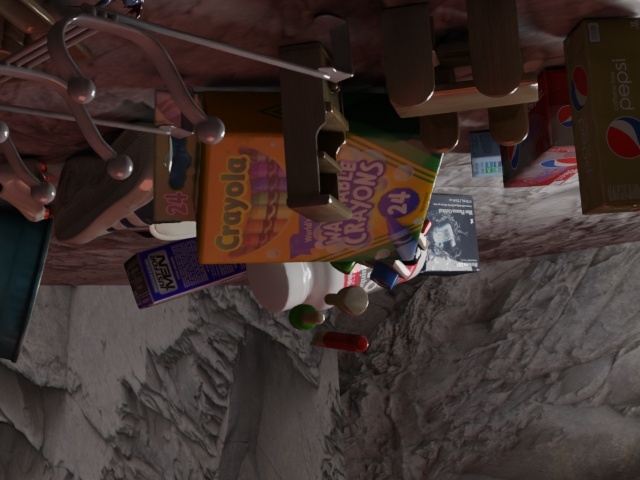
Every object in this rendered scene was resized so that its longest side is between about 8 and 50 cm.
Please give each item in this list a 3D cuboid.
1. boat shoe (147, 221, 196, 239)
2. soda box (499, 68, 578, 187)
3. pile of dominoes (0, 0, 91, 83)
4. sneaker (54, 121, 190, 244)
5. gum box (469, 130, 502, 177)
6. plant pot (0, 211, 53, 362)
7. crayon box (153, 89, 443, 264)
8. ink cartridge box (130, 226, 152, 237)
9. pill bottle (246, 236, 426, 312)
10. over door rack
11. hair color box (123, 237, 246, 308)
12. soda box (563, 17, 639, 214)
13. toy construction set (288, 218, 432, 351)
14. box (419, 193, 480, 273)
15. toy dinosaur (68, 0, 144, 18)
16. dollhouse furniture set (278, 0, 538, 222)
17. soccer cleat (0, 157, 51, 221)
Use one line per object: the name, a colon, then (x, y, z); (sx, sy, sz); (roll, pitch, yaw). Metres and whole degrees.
boat shoe: (-0.158, -0.071, 1.522); (0.319, 0.116, 0.099); (-7, -141, -37)
soda box: (0.288, -0.133, 1.130); (0.083, 0.092, 0.263); (-3, 173, -1)
pile of dominoes: (-0.313, -0.187, 0.704); (0.196, 0.040, 0.251); (-5, 165, 14)
sneaker: (-0.250, -0.063, 1.257); (0.148, 0.131, 0.350); (7, 168, -37)
gum box: (0.315, -0.133, 1.352); (0.184, 0.041, 0.157); (-4, 173, 10)
plant pot: (-0.639, 0.060, 1.635); (0.255, 0.271, 0.271); (15, 167, -18)
crayon box: (-0.031, -0.070, 1.073); (0.323, 0.083, 0.203); (-1, 134, -11)
ink cartridge box: (-0.298, -0.041, 1.712); (0.099, 0.056, 0.135); (-3, 173, 3)
pill bottle: (0.028, 0.028, 1.686); (0.318, 0.176, 0.176); (-17, -178, -36)
over door rack: (-0.146, -0.109, 0.775); (0.239, 0.108, 0.324); (-12, -178, 39)
hair color box: (-0.199, 0.031, 1.794); (0.339, 0.110, 0.185); (-17, 178, -20)
soda box: (0.280, -0.118, 0.883); (0.058, 0.181, 0.061); (-3, 172, -5)
toy construction set: (0.000, 0.000, 1.326); (0.257, 0.309, 0.237); (9, 173, -27)
box: (0.229, -0.009, 1.835); (0.156, 0.158, 0.093); (1, 172, -37)
toy dinosaur: (-0.156, -0.199, 0.673); (0.090, 0.047, 0.082); (-36, 167, -8)
dollhouse furniture set: (0.092, -0.114, 0.898); (0.242, 0.161, 0.212); (-5, 173, 13)
soccer cleat: (-0.438, -0.077, 1.340); (0.076, 0.068, 0.196); (3, 165, -12)
